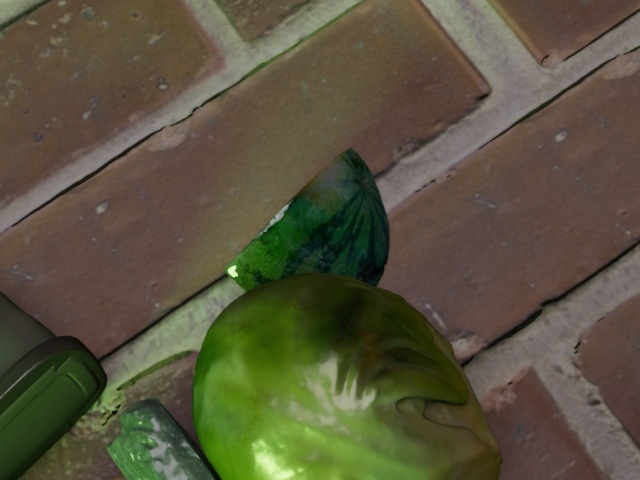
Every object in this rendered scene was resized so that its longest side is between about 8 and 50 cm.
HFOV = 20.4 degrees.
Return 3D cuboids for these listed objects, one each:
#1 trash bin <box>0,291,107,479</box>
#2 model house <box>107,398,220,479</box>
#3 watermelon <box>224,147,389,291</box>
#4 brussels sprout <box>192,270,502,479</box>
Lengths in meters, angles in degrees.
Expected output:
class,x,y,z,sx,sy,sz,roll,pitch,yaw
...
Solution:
class,x,y,z,sx,sy,sz,roll,pitch,yaw
trash bin,-0.402,0.140,1.985,0.220,0.219,0.250,-44,65,-13
model house,-0.221,0.374,1.892,0.325,0.194,0.267,-37,72,-4
watermelon,0.013,0.008,2.056,0.146,0.128,0.231,45,77,1
brussels sprout,0.029,0.173,1.873,0.344,0.268,0.344,12,38,-9
